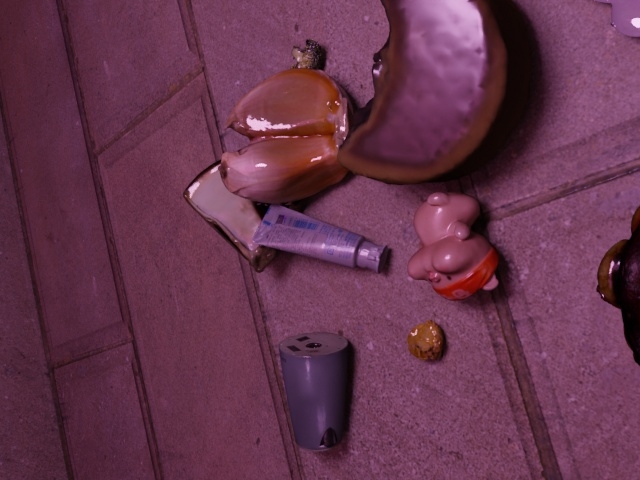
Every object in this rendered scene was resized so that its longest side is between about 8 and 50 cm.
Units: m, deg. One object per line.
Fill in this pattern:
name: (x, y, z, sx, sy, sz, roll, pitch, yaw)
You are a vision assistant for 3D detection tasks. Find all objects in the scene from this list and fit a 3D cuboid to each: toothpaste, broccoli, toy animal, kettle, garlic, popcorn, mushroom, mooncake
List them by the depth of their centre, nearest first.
mooncake: (0.175, -0.298, 1.109, 0.394, 0.246, 0.394, -36, 79, 38)
toy animal: (0.247, 0.014, 1.139, 0.171, 0.171, 0.198, -21, 76, 41)
popcorn: (0.224, 0.213, 1.242, 0.084, 0.084, 0.084, 4, 96, 41)
garlic: (-0.064, -0.219, 1.338, 0.312, 0.249, 0.286, -10, 113, 16)
toothpaste: (0.000, 0.000, 1.346, 0.299, 0.073, 0.114, 18, 65, 19)
broccoli: (-0.038, -0.416, 1.399, 0.092, 0.097, 0.095, 43, 93, 6)
kettle: (-0.025, 0.348, 1.424, 0.210, 0.159, 0.244, 17, 112, 59)
mushroom: (-0.160, -0.072, 1.518, 0.217, 0.212, 0.292, -44, 55, -9)

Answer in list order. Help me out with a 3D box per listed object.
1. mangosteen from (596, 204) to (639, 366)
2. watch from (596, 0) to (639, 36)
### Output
mangosteen: (0.527, 0.062, 0.813, 0.347, 0.306, 0.307, -171, 79, -72)
watch: (0.438, -0.433, 0.885, 0.248, 0.217, 0.211, 38, 118, 33)
